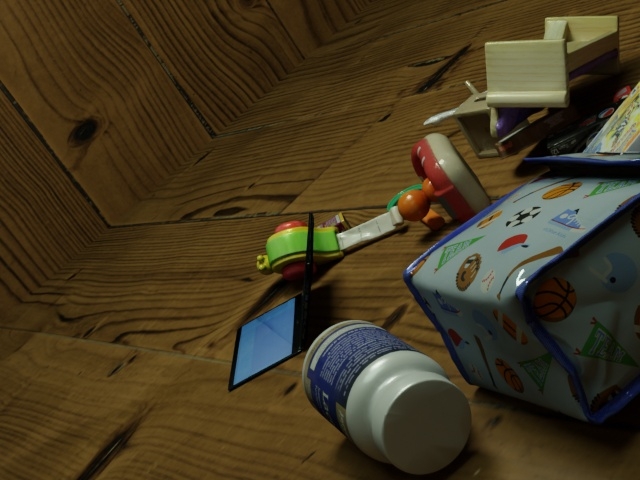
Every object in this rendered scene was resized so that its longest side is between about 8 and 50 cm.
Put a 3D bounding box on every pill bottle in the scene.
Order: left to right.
[{"bbox_3d":[0.086,0.207,1.416,0.153,0.153,0.265,-38,20,-11],"label":"pill bottle"}]

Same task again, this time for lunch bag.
[{"bbox_3d":[0.347,0.012,1.331,0.385,0.239,0.328,-34,14,-14],"label":"lunch bag"}]

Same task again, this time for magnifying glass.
[{"bbox_3d":[0.192,-0.061,2.060,0.092,0.026,0.231,-35,18,-2],"label":"magnifying glass"}]

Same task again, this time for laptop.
[{"bbox_3d":[-0.088,0.107,1.940,0.137,0.264,0.234,4,24,-2],"label":"laptop"}]

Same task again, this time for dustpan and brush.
[{"bbox_3d":[0.328,-0.282,2.291,0.211,0.060,0.147,-28,21,17],"label":"dustpan and brush"}]

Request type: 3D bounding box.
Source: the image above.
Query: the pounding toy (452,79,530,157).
[{"bbox_3d":[0.335,-0.246,2.095,0.100,0.130,0.141,-44,22,-25],"label":"pounding toy"}]

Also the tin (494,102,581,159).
[{"bbox_3d":[0.403,-0.204,1.960,0.190,0.040,0.106,-29,6,-32],"label":"tin"}]

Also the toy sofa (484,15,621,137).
[{"bbox_3d":[0.438,-0.308,1.962,0.150,0.177,0.362,4,19,30],"label":"toy sofa"}]

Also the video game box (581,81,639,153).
[{"bbox_3d":[0.448,-0.122,1.633,0.205,0.048,0.187,-57,7,35],"label":"video game box"}]

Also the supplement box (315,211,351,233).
[{"bbox_3d":[0.022,-0.013,2.182,0.083,0.043,0.055,-31,20,7],"label":"supplement box"}]

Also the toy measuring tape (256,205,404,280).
[{"bbox_3d":[0.000,0.000,2.073,0.330,0.121,0.121,-22,23,29],"label":"toy measuring tape"}]

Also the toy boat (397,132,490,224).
[{"bbox_3d":[0.206,-0.092,1.924,0.151,0.151,0.231,-35,19,11],"label":"toy boat"}]

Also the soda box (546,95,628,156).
[{"bbox_3d":[0.482,-0.188,1.846,0.169,0.053,0.060,-27,22,22],"label":"soda box"}]

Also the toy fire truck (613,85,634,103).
[{"bbox_3d":[0.612,-0.289,1.885,0.192,0.047,0.135,-26,21,23],"label":"toy fire truck"}]
